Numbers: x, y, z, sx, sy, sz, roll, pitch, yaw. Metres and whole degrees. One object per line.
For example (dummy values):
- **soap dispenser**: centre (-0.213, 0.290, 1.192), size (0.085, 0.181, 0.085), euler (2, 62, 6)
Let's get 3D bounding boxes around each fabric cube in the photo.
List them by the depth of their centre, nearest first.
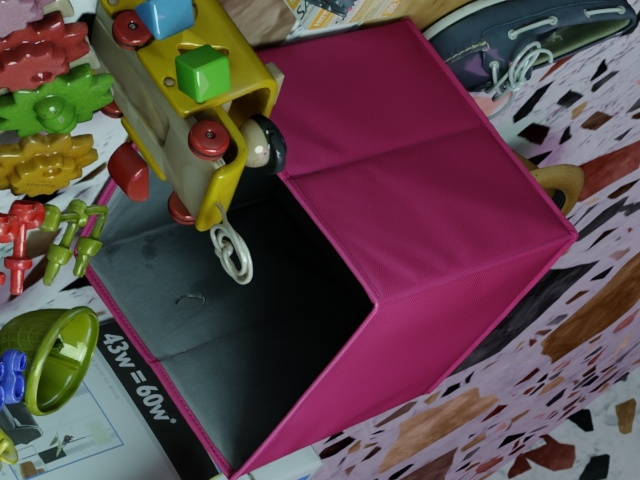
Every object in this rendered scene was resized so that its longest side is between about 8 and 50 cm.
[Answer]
- **fabric cube**: centre (0.000, 0.000, 1.539), size (0.258, 0.259, 0.254), euler (-19, 155, -44)

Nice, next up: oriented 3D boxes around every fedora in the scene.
- **fedora**: centre (0.196, -0.047, 2.021), size (0.194, 0.079, 0.194), euler (-25, 156, -12)

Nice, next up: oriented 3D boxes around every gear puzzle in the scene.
- **gear puzzle**: centre (-0.224, -0.086, 1.213), size (0.175, 0.044, 0.339), euler (-18, 161, 0)

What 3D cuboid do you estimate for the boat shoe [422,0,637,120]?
- **boat shoe**: centre (0.174, -0.174, 1.680), size (0.254, 0.079, 0.095), euler (-26, 159, -24)

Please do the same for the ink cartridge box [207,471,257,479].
- **ink cartridge box**: centre (-0.196, 0.347, 1.648), size (0.307, 0.072, 0.303), euler (-25, 158, -20)

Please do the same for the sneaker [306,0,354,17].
- **sneaker**: centre (-0.039, -0.244, 1.140), size (0.112, 0.121, 0.299), euler (-64, 160, -4)

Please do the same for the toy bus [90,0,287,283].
- **toy bus**: centre (-0.078, -0.096, 1.290), size (0.104, 0.191, 0.202), euler (-26, 115, -26)

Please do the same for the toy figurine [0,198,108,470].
- **toy figurine**: centre (-0.316, 0.057, 1.362), size (0.217, 0.191, 0.362), euler (6, -171, 11)

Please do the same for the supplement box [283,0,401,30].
- **supplement box**: centre (0.028, -0.201, 1.436), size (0.098, 0.036, 0.062), euler (-16, 153, -42)

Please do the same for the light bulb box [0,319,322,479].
- **light bulb box**: centre (-0.253, 0.271, 1.811), size (0.361, 0.225, 0.358), euler (-17, 154, -40)
